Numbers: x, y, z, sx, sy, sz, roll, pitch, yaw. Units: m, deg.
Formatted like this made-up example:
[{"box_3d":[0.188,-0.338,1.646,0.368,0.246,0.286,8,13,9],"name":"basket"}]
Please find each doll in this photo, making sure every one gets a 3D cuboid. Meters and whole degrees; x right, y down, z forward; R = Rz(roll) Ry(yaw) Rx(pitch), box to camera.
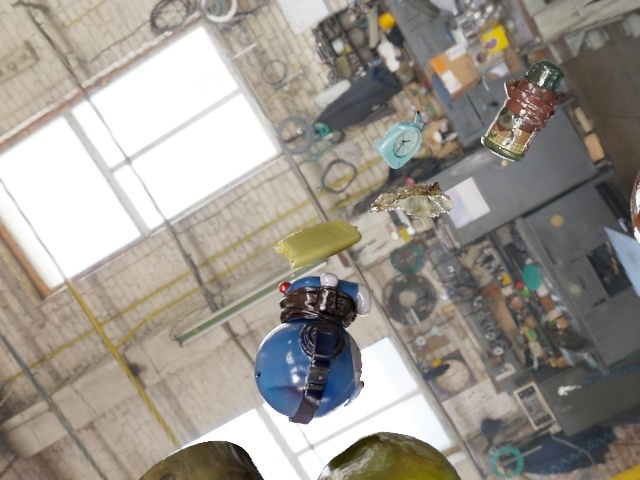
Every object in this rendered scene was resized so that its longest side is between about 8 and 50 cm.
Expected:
[{"box_3d":[-0.018,0.240,1.317,0.284,0.240,0.310,118,160,-58],"name":"doll"}]

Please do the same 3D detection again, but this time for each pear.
[{"box_3d":[0.113,0.454,0.986,0.269,0.269,0.321,57,180,-23],"name":"pear"}]

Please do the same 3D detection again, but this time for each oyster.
[{"box_3d":[0.248,-0.124,1.828,0.396,0.204,0.111,-172,83,-79],"name":"oyster"}]

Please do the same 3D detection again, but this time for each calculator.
[{"box_3d":[0.000,0.000,1.673,0.157,0.236,0.033,41,147,53],"name":"calculator"}]

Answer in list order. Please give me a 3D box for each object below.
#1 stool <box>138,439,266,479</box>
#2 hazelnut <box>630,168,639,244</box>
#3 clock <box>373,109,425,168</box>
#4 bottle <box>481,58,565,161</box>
[{"box_3d":[-0.095,0.376,0.661,0.264,0.179,0.179,40,170,47],"name":"stool"},{"box_3d":[0.739,-0.049,1.071,0.366,0.365,0.366,58,-172,-13],"name":"hazelnut"},{"box_3d":[0.214,-0.261,1.556,0.045,0.147,0.108,50,-176,41],"name":"clock"},{"box_3d":[0.555,-0.362,1.664,0.156,0.271,0.143,24,-156,-4],"name":"bottle"}]
